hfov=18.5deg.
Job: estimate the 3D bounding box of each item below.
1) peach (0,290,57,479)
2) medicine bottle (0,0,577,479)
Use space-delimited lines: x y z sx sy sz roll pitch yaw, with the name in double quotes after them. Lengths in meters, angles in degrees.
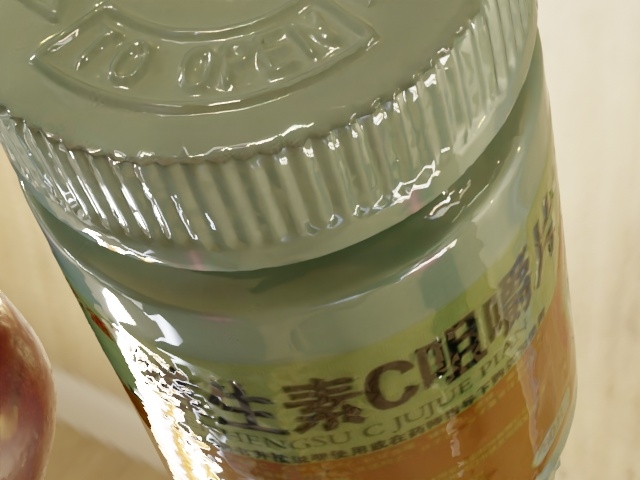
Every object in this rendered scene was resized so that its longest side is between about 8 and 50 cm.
-0.263 0.121 1.174 0.199 0.243 0.243 24 -34 20 "peach"
0.000 0.000 0.630 0.158 0.158 0.318 23 -24 22 "medicine bottle"
